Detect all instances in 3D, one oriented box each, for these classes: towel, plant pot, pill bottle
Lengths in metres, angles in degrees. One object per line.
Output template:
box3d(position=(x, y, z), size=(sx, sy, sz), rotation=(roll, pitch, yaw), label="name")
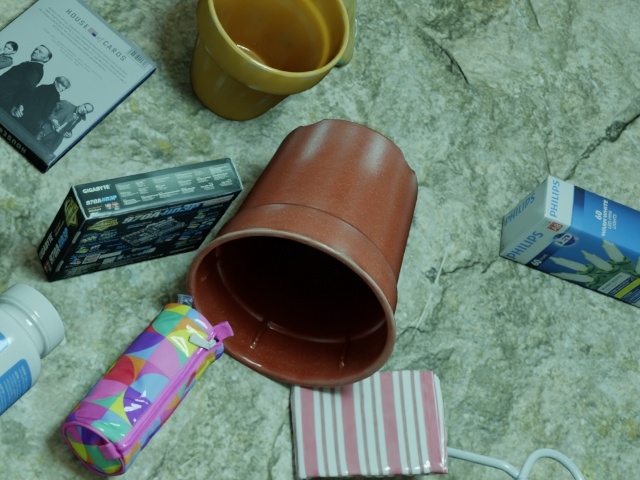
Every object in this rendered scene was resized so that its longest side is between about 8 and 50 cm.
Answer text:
box3d(position=(0.061, 0.239, 1.972), size=(0.197, 0.029, 0.144), rotation=(-2, 58, -2), label="towel")
box3d(position=(-0.091, -0.265, 2.107), size=(0.205, 0.188, 0.205), rotation=(12, 59, -21), label="plant pot")
box3d(position=(0.000, 0.000, 1.978), size=(0.272, 0.272, 0.265), rotation=(31, 47, -8), label="plant pot")
box3d(position=(-0.401, 0.150, 1.767), size=(0.124, 0.124, 0.221), rotation=(45, 53, 2), label="pill bottle")

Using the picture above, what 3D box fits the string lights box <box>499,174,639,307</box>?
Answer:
box3d(position=(0.408, 0.006, 2.240), size=(0.259, 0.133, 0.077), rotation=(20, 57, -15), label="string lights box")

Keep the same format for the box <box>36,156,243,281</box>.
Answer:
box3d(position=(-0.227, -0.026, 1.918), size=(0.220, 0.175, 0.051), rotation=(-13, 70, -30), label="box")

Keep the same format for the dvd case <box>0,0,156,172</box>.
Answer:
box3d(position=(-0.357, -0.222, 2.051), size=(0.179, 0.029, 0.239), rotation=(41, 53, 0), label="dvd case")

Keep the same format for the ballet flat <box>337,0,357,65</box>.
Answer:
box3d(position=(0.026, -0.360, 2.302), size=(0.073, 0.080, 0.232), rotation=(36, 51, -40), label="ballet flat")

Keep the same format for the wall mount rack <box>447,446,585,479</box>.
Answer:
box3d(position=(0.193, 0.382, 1.920), size=(0.304, 0.130, 0.350), rotation=(41, 43, -5), label="wall mount rack")

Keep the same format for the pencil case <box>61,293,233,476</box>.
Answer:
box3d(position=(-0.210, 0.175, 1.859), size=(0.104, 0.104, 0.236), rotation=(40, 56, -2), label="pencil case")
